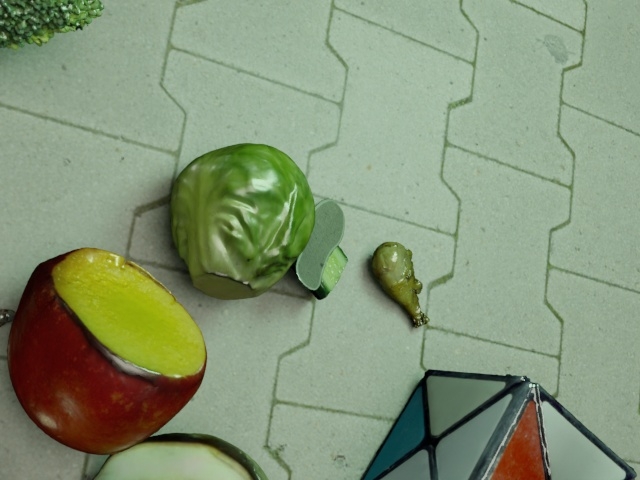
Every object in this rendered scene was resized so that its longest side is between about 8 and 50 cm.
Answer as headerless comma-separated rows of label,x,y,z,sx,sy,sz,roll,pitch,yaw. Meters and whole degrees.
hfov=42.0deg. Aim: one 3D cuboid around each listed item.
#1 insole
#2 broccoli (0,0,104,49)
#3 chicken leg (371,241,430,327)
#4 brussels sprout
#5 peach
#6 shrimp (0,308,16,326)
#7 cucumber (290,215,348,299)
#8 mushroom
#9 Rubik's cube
insole,0.001,0.000,1.399,0.080,0.003,0.232,50,34,-20
broccoli,-0.465,-0.403,1.168,0.375,0.302,0.249,39,86,12
chicken leg,0.152,0.078,1.502,0.093,0.070,0.178,-38,107,-34
brussels sprout,-0.121,-0.033,1.295,0.244,0.244,0.244,5,79,-28
peach,-0.306,0.150,1.140,0.245,0.248,0.275,-40,90,-6
shrimp,-0.477,0.112,1.174,0.092,0.029,0.038,9,86,-21
cucumber,-0.015,0.034,1.411,0.115,0.062,0.116,50,36,-13
mushroom,-0.192,0.384,1.209,0.266,0.164,0.190,-18,63,4
Rubik's cube,0.272,0.416,1.375,0.307,0.310,0.305,40,69,-18
